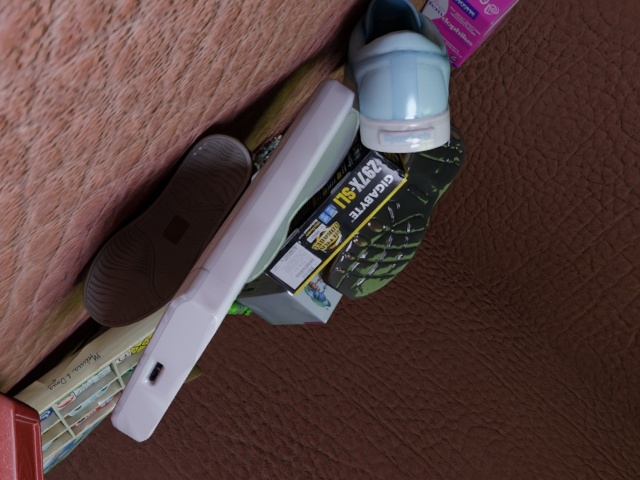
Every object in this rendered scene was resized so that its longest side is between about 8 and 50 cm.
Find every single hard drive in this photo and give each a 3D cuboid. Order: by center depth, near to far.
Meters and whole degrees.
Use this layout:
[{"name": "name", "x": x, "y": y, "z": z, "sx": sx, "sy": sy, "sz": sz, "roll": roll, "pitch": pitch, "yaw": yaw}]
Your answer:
[{"name": "hard drive", "x": -0.082, "y": 0.009, "z": 0.830, "sx": 0.233, "sy": 0.047, "sz": 0.353, "roll": -56, "pitch": -176, "yaw": 44}]

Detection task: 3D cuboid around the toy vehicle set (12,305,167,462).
[{"name": "toy vehicle set", "x": -0.300, "y": 0.192, "z": 1.042, "sx": 0.267, "sy": 0.035, "sz": 0.166, "roll": -37, "pitch": 162, "yaw": -20}]

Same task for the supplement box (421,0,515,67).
[{"name": "supplement box", "x": 0.248, "y": -0.391, "z": 1.353, "sx": 0.114, "sy": 0.111, "sz": 0.220, "roll": -46, "pitch": 179, "yaw": -9}]

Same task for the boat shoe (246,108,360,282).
[{"name": "boat shoe", "x": -0.060, "y": -0.084, "z": 1.166, "sx": 0.302, "sy": 0.091, "sz": 0.114, "roll": -52, "pitch": 156, "yaw": -2}]

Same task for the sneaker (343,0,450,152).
[{"name": "sneaker", "x": 0.095, "y": -0.224, "z": 0.981, "sx": 0.366, "sy": 0.135, "sz": 0.150, "roll": -101, "pitch": -172, "yaw": -67}]

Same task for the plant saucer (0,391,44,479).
[{"name": "plant saucer", "x": -0.293, "y": 0.263, "z": 0.774, "sx": 0.047, "sy": 0.259, "sz": 0.258, "roll": -5, "pitch": 167, "yaw": -13}]

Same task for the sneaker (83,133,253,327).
[{"name": "sneaker", "x": -0.138, "y": -0.007, "z": 0.817, "sx": 0.222, "sy": 0.083, "sz": 0.118, "roll": -48, "pitch": 180, "yaw": 5}]

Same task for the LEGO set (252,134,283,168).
[{"name": "LEGO set", "x": -0.074, "y": -0.122, "z": 1.096, "sx": 0.054, "sy": 0.023, "sz": 0.083, "roll": -45, "pitch": -167, "yaw": 7}]

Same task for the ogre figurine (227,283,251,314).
[{"name": "ogre figurine", "x": -0.179, "y": 0.080, "z": 1.646, "sx": 0.118, "sy": 0.097, "sz": 0.197, "roll": -16, "pitch": 153, "yaw": -34}]

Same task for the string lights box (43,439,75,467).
[{"name": "string lights box", "x": -0.445, "y": 0.322, "z": 1.318, "sx": 0.133, "sy": 0.077, "sz": 0.259, "roll": -46, "pitch": 179, "yaw": 6}]

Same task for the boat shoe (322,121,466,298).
[{"name": "boat shoe", "x": 0.110, "y": -0.055, "z": 1.332, "sx": 0.324, "sy": 0.122, "sz": 0.120, "roll": -54, "pitch": -149, "yaw": -4}]

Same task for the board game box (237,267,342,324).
[{"name": "board game box", "x": 0.000, "y": 0.000, "z": 1.460, "sx": 0.303, "sy": 0.097, "sz": 0.224, "roll": -60, "pitch": -159, "yaw": -20}]

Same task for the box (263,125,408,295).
[{"name": "box", "x": 0.012, "y": -0.094, "z": 1.333, "sx": 0.257, "sy": 0.079, "sz": 0.322, "roll": -49, "pitch": -161, "yaw": 19}]

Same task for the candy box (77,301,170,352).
[{"name": "candy box", "x": -0.294, "y": 0.156, "z": 1.238, "sx": 0.165, "sy": 0.070, "sz": 0.196, "roll": -47, "pitch": 179, "yaw": 15}]

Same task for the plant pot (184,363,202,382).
[{"name": "plant pot", "x": -0.375, "y": 0.296, "z": 1.774, "sx": 0.236, "sy": 0.032, "sz": 0.236, "roll": -10, "pitch": -177, "yaw": 1}]
